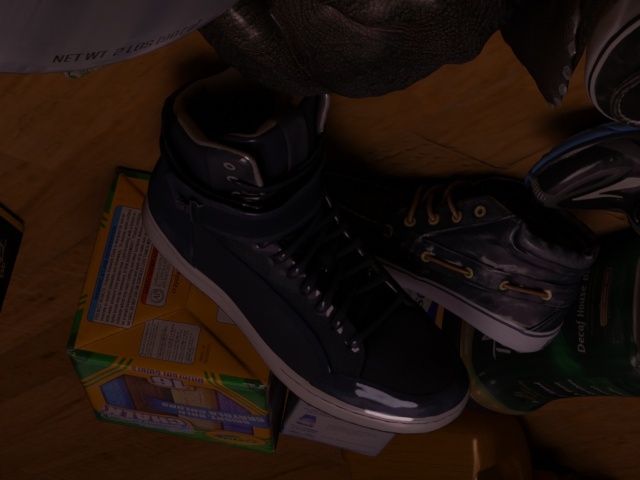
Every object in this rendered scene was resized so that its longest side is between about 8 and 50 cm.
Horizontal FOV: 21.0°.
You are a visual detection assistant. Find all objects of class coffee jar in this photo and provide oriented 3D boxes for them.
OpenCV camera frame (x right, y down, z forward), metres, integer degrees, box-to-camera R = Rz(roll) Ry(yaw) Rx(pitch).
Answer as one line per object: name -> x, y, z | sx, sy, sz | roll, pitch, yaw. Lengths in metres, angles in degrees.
coffee jar -> 0.155, 0.057, 1.088 | 0.079, 0.096, 0.184 | 18, 159, -34

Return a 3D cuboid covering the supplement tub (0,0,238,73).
supplement tub -> -0.044, -0.186, 0.389 | 0.207, 0.207, 0.338 | 17, 159, -14

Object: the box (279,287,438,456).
box -> 0.028, 0.062, 1.128 | 0.072, 0.126, 0.137 | 15, 159, -4

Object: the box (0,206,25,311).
box -> -0.388, -0.044, 1.148 | 0.257, 0.079, 0.322 | 4, 159, 25

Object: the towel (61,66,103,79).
towel -> -0.141, -0.134, 0.770 | 0.110, 0.027, 0.148 | 44, 166, 11

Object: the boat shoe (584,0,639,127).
boat shoe -> 0.182, -0.081, 0.742 | 0.078, 0.070, 0.219 | 19, 159, -20

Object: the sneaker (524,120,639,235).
sneaker -> 0.200, -0.013, 0.902 | 0.188, 0.078, 0.067 | 14, 160, -4

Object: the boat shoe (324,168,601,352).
boat shoe -> 0.072, -0.012, 1.016 | 0.183, 0.065, 0.083 | 27, 127, 3

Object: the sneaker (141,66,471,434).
sneaker -> -0.002, 0.001, 0.933 | 0.226, 0.086, 0.163 | 37, 148, 11

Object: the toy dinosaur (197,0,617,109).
toy dinosaur -> -0.001, -0.106, 0.708 | 0.313, 0.121, 0.160 | -7, 140, 32

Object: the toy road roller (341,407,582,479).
toy road roller -> 0.125, 0.235, 1.509 | 0.202, 0.240, 0.329 | 1, -165, 25

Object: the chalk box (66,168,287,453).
chalk box -> -0.083, 0.059, 1.174 | 0.132, 0.132, 0.213 | 10, 159, 3
